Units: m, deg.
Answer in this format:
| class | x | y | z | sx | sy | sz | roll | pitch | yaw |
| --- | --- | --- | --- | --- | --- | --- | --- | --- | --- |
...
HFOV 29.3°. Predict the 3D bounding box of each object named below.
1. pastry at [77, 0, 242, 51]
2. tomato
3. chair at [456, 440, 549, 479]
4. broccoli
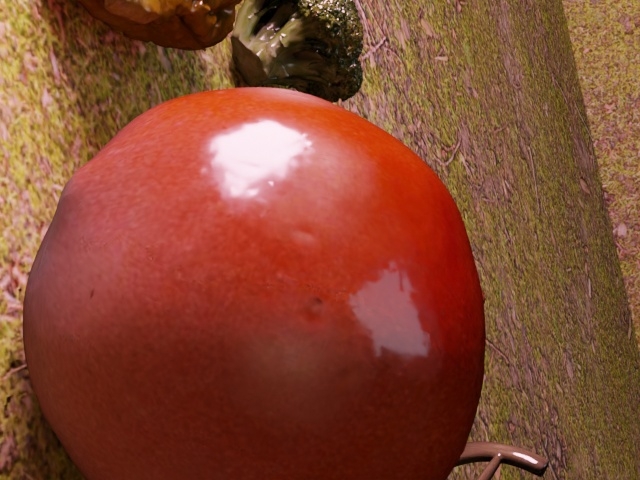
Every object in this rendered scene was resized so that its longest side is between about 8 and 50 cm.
| class | x | y | z | sx | sy | sz | roll | pitch | yaw |
| --- | --- | --- | --- | --- | --- | --- | --- | --- | --- |
| pastry | -0.139 | -0.270 | 0.975 | 0.240 | 0.132 | 0.235 | -1 | 89 | -59 |
| tomato | -0.048 | 0.053 | 0.826 | 0.321 | 0.321 | 0.322 | 41 | 44 | -55 |
| chair | 0.118 | 0.316 | 1.011 | 0.166 | 0.188 | 0.272 | 36 | 44 | 1 |
| broccoli | -0.024 | -0.209 | 1.193 | 0.138 | 0.145 | 0.162 | -41 | 138 | -29 |
